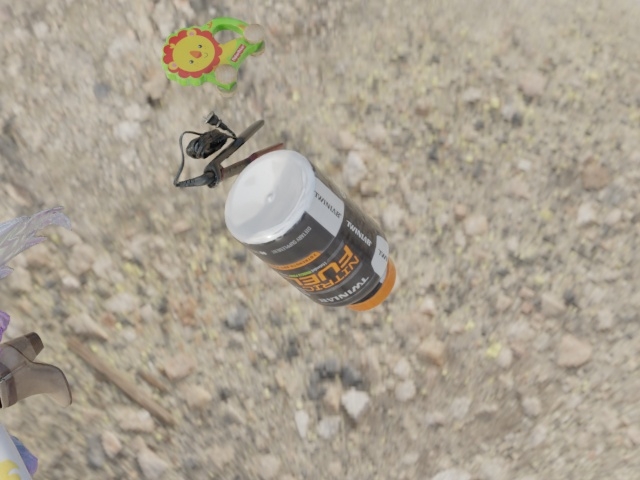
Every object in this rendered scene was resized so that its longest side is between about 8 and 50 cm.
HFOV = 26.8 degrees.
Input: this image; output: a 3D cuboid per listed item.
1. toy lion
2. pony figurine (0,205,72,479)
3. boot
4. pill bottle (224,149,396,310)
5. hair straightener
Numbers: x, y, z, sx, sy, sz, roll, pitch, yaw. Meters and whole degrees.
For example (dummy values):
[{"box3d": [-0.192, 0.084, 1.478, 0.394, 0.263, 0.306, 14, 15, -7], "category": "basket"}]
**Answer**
[{"box3d": [-0.122, -0.208, 1.475, 0.096, 0.034, 0.100, 26, 65, 13], "category": "toy lion"}, {"box3d": [-0.420, 0.113, 1.330, 0.351, 0.303, 0.363, -23, 95, -34], "category": "pony figurine"}, {"box3d": [-0.341, 0.166, 1.546, 0.087, 0.042, 0.118, -46, 120, -42], "category": "boot"}, {"box3d": [0.000, 0.000, 1.661, 0.130, 0.246, 0.130, -18, 54, 27], "category": "pill bottle"}, {"box3d": [-0.128, -0.114, 1.668, 0.047, 0.230, 0.089, -40, 88, 32], "category": "hair straightener"}]
